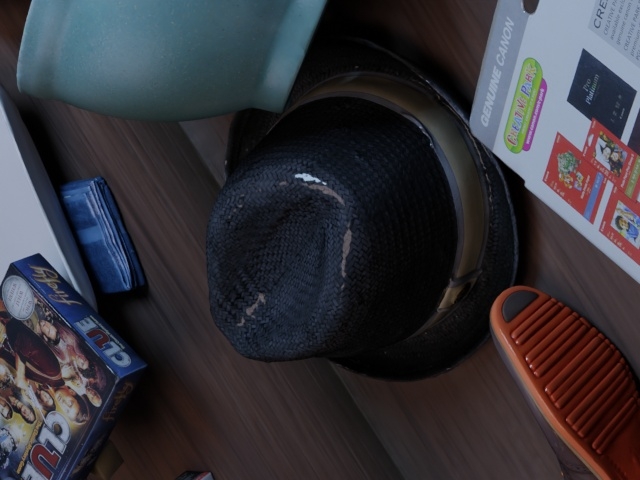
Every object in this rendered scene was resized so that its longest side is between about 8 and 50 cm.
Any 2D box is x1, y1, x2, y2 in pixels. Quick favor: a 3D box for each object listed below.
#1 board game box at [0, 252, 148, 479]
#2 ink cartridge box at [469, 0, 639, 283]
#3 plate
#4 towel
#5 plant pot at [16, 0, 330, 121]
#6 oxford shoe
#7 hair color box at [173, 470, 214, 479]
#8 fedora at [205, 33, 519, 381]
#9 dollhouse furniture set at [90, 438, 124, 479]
[{"bbox_3d":[-0.279,0.156,1.784,0.165,0.042,0.243,43,126,19],"label":"board game box"},{"bbox_3d":[0.254,-0.135,1.181,0.272,0.130,0.309,44,138,33],"label":"ink cartridge box"},{"bbox_3d":[-0.334,-0.032,1.846,0.278,0.045,0.277,-5,109,53],"label":"plate"},{"bbox_3d":[-0.219,-0.003,1.788,0.067,0.029,0.119,-8,109,46],"label":"towel"},{"bbox_3d":[-0.083,-0.211,1.382,0.196,0.293,0.293,22,133,-2],"label":"plant pot"},{"bbox_3d":[0.210,0.161,1.444,0.271,0.097,0.098,55,144,2],"label":"oxford shoe"},{"bbox_3d":[-0.125,0.315,1.861,0.043,0.072,0.141,-6,110,45],"label":"hair color box"},{"bbox_3d":[0.000,0.000,1.496,0.334,0.152,0.334,22,127,33],"label":"fedora"},{"bbox_3d":[-0.248,0.197,1.916,0.182,0.101,0.161,25,153,30],"label":"dollhouse furniture set"}]
